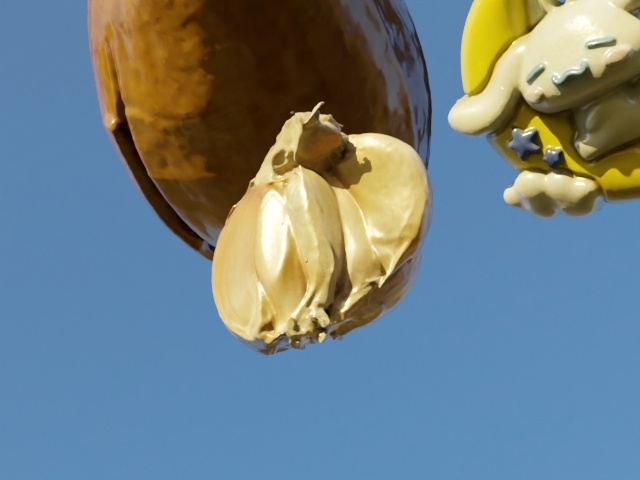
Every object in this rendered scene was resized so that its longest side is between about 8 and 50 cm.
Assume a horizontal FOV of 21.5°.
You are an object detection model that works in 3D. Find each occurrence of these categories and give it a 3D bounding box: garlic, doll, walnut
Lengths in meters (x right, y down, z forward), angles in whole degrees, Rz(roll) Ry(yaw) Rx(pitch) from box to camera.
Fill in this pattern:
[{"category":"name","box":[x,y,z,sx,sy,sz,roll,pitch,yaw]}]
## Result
[{"category":"garlic","box":[0.003,0.004,0.738,0.113,0.094,0.074,-33,-28,30]},{"category":"doll","box":[0.221,-0.136,1.420,0.252,0.111,0.237,-20,-82,35]},{"category":"walnut","box":[-0.044,-0.127,1.031,0.209,0.209,0.336,-15,-50,7]}]
